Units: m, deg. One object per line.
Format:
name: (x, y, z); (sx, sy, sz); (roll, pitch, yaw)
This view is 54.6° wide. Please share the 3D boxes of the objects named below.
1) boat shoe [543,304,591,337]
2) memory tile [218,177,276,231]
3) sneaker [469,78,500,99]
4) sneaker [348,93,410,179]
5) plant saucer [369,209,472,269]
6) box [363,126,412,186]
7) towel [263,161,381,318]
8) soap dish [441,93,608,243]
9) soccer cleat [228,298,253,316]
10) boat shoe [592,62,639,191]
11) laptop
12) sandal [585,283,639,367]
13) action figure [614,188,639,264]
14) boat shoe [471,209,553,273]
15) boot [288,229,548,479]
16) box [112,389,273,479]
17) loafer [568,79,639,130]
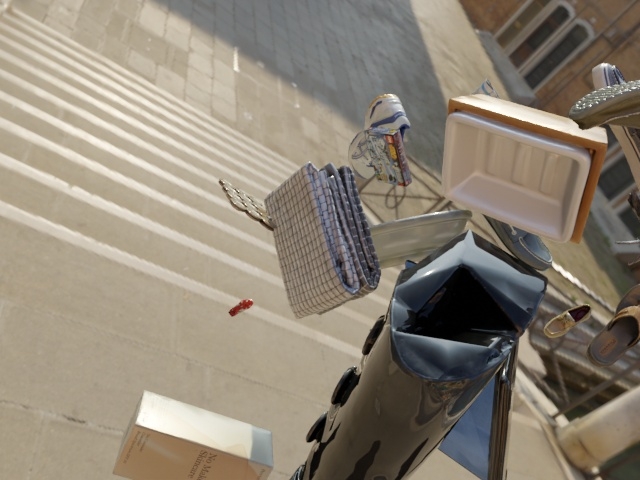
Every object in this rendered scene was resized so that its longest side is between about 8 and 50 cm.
boat shoe: (0.634, 0.201, 1.588); (0.050, 0.135, 0.045); (56, -9, 31)
memory tile: (-0.149, -0.073, 1.247); (0.113, 0.012, 0.148); (31, 12, -31)
sneaker: (0.487, -0.416, 1.840); (0.190, 0.083, 0.071); (15, 48, -60)
sneaker: (0.161, -0.258, 1.730); (0.111, 0.296, 0.131); (-11, 56, -21)
plant saucer: (0.202, 0.013, 1.605); (0.400, 0.400, 0.101); (-6, 83, -53)
box: (0.158, -0.195, 1.446); (0.027, 0.094, 0.137); (-37, 125, -28)
towel: (0.000, 0.000, 1.278); (0.121, 0.235, 0.284); (-9, 78, -30)
soap dish: (0.375, -0.141, 1.162); (0.290, 0.229, 0.118); (25, 52, 29)
soccer cleat: (-0.205, 0.173, 1.622); (0.029, 0.083, 0.035); (55, 26, -3)
boat shoe: (0.746, -0.266, 1.381); (0.127, 0.158, 0.341); (-21, 86, -50)
laptop: (0.210, 0.287, 1.071); (0.236, 0.382, 0.408); (5, 19, 20)
sandal: (0.675, 0.188, 1.375); (0.090, 0.219, 0.060); (44, -3, 23)
action figure: (0.592, -0.067, 0.961); (0.164, 0.275, 0.141); (48, -8, -13)
boat shoe: (0.460, -0.053, 1.482); (0.319, 0.099, 0.116); (47, 39, -6)
boot: (0.027, 0.240, 0.577); (0.146, 0.445, 0.367); (31, 39, 4)
box: (-0.270, 0.460, 1.349); (0.311, 0.148, 0.121); (22, 18, -14)
loafer: (0.527, -0.214, 0.994); (0.094, 0.251, 0.088); (-105, 180, -75)
